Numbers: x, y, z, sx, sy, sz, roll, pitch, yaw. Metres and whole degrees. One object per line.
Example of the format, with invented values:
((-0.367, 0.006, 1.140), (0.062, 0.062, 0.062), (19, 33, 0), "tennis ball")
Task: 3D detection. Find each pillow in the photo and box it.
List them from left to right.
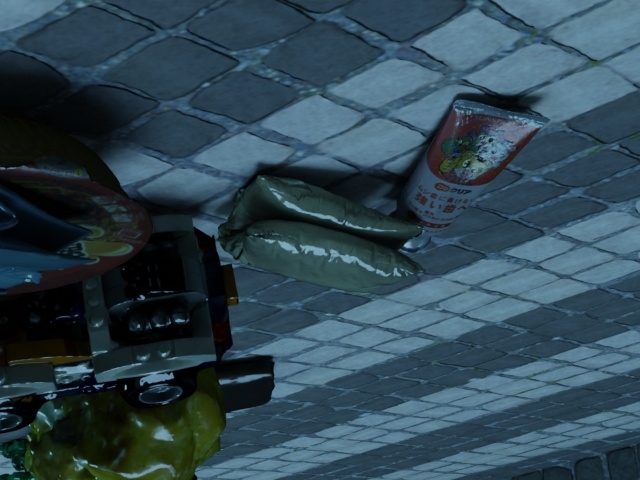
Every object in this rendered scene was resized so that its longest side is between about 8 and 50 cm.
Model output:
((0.000, 0.000, 1.282), (0.181, 0.077, 0.134), (16, 160, -17), "pillow")

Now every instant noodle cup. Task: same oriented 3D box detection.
((-0.277, -0.039, 1.075), (0.274, 0.090, 0.274), (-8, 159, -3), "instant noodle cup")

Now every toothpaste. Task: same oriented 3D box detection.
((0.124, -0.063, 1.238), (0.089, 0.057, 0.234), (9, 149, -15), "toothpaste")

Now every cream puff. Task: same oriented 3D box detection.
((-0.205, 0.161, 1.412), (0.282, 0.281, 0.185), (-21, 157, 30), "cream puff")

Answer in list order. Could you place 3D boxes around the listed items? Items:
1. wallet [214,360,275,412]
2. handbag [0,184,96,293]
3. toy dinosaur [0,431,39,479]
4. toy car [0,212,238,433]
((-0.218, 0.219, 1.872), (0.310, 0.042, 0.165), (-7, 158, -7), "wallet")
((-0.301, 0.022, 1.028), (0.221, 0.057, 0.144), (-18, 160, 24), "handbag")
((-0.440, 0.351, 2.085), (0.153, 0.094, 0.259), (-12, 152, 10), "toy dinosaur")
((-0.228, 0.064, 1.245), (0.301, 0.193, 0.118), (-9, 154, -4), "toy car")
